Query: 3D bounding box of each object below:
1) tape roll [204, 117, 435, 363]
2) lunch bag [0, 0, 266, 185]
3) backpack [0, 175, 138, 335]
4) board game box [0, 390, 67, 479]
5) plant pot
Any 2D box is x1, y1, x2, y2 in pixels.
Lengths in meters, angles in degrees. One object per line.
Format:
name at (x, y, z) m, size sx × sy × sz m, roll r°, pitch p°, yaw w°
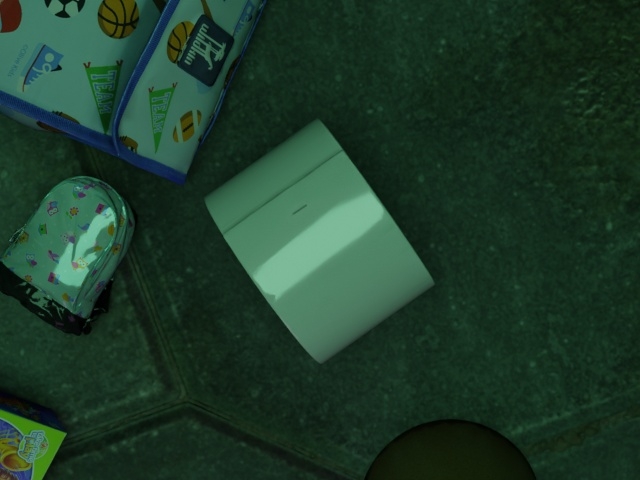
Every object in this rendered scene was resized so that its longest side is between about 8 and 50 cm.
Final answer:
tape roll at (0.000, 0.000, 1.553) m, size 0.169 × 0.246 × 0.246 m, roll -35°, pitch 94°, yaw 1°
lunch bag at (-0.256, -0.273, 1.522) m, size 0.385 × 0.239 × 0.327 m, roll 25°, pitch 89°, yaw -33°
backpack at (-0.304, 0.010, 1.613) m, size 0.152 × 0.115 × 0.182 m, roll 34°, pitch 90°, yaw 0°
board game box at (-0.498, 0.332, 1.600) m, size 0.233 × 0.078 × 0.347 m, roll 26°, pitch 94°, yaw -31°
plant pot at (0.171, 0.355, 1.576) m, size 0.237 × 0.254 × 0.237 m, roll 0°, pitch 93°, yaw -1°
